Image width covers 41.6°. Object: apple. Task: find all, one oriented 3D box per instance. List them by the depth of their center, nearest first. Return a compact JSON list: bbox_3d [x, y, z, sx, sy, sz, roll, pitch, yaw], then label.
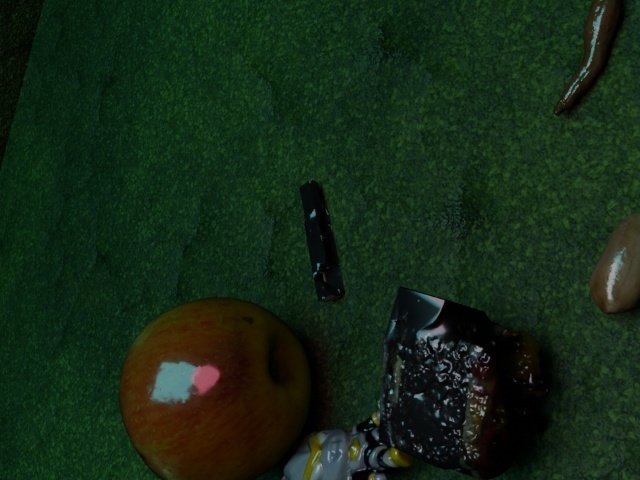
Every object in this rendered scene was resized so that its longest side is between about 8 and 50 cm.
[{"bbox_3d":[-0.179,0.267,1.489,0.339,0.339,0.340,-16,67,40],"label":"apple"}]

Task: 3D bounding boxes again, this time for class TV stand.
[{"bbox_3d":[0.000,0.000,1.599,0.036,0.042,0.249,-32,56,36],"label":"TV stand"}]

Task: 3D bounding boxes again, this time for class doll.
[{"bbox_3d":[0.031,0.373,1.400,0.316,0.103,0.146,-31,63,39],"label":"doll"}]

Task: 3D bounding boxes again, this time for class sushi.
[{"bbox_3d":[0.211,0.213,1.205,0.212,0.215,0.227,14,86,45],"label":"sushi"}]

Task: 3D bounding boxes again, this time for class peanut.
[{"bbox_3d":[0.423,0.033,1.160,0.076,0.076,0.152,22,87,45],"label":"peanut"}]

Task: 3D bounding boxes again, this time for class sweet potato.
[{"bbox_3d":[0.413,-0.287,1.291,0.050,0.050,0.214,25,98,45],"label":"sweet potato"}]

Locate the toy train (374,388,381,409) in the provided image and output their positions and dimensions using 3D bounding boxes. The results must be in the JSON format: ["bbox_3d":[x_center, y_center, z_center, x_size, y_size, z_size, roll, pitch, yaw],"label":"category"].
[{"bbox_3d":[0.124,0.280,1.397,0.053,0.033,0.083,-37,54,36],"label":"toy train"}]
